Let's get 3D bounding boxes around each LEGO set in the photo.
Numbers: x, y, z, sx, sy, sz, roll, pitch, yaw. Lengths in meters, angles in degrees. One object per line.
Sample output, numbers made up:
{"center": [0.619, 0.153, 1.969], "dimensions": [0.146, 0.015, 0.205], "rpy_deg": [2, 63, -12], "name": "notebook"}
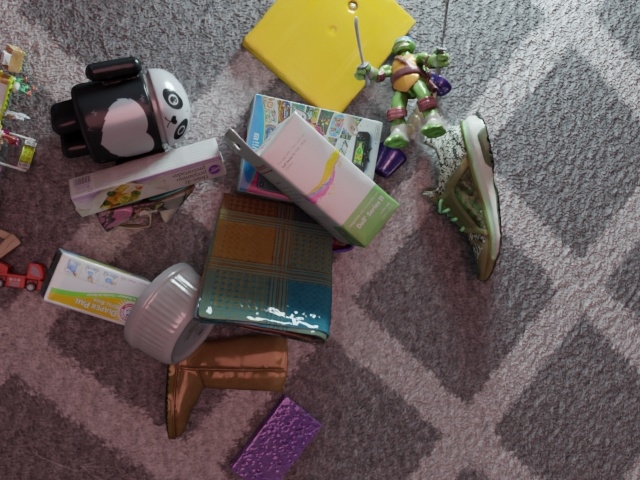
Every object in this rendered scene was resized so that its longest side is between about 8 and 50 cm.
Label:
{"center": [-0.635, -0.249, 1.329], "dimensions": [0.107, 0.132, 0.287], "rpy_deg": [17, 77, -24], "name": "LEGO set"}

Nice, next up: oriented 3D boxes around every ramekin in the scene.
{"center": [-0.299, 0.160, 1.342], "dimensions": [0.109, 0.207, 0.207], "rpy_deg": [32, 83, 13], "name": "ramekin"}

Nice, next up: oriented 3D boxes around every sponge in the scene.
{"center": [-0.104, 0.482, 1.510], "dimensions": [0.117, 0.031, 0.210], "rpy_deg": [40, 82, -11], "name": "sponge"}

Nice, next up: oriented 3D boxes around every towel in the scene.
{"center": [-0.106, 0.049, 1.367], "dimensions": [0.271, 0.370, 0.040], "rpy_deg": [11, 133, -8], "name": "towel"}

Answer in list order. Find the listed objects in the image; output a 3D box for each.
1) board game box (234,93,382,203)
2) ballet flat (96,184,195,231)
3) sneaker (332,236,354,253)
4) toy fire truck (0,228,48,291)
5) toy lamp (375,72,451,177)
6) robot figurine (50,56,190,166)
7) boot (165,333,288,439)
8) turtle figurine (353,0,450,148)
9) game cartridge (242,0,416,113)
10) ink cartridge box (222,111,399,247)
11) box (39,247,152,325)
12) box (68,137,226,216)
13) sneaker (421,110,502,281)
{"center": [-0.028, -0.189, 1.482], "dimensions": [0.303, 0.097, 0.224], "rpy_deg": [10, 89, -12], "name": "board game box"}
{"center": [-0.379, -0.070, 1.419], "dimensions": [0.221, 0.077, 0.079], "rpy_deg": [-17, 113, -8], "name": "ballet flat"}
{"center": [0.000, 0.000, 1.504], "dimensions": [0.170, 0.071, 0.068], "rpy_deg": [-1, 91, -13], "name": "sneaker"}
{"center": [-0.674, 0.032, 1.357], "dimensions": [0.192, 0.047, 0.135], "rpy_deg": [9, 88, -14], "name": "toy fire truck"}
{"center": [0.214, -0.274, 1.548], "dimensions": [0.080, 0.080, 0.274], "rpy_deg": [35, 81, -12], "name": "toy lamp"}
{"center": [-0.413, -0.260, 1.347], "dimensions": [0.278, 0.209, 0.173], "rpy_deg": [-16, 82, -12], "name": "robot figurine"}
{"center": [-0.211, 0.329, 1.452], "dimensions": [0.269, 0.089, 0.236], "rpy_deg": [3, 88, -14], "name": "boot"}
{"center": [0.179, -0.359, 1.413], "dimensions": [0.198, 0.274, 0.266], "rpy_deg": [-6, 77, -6], "name": "turtle figurine"}
{"center": [0.023, -0.490, 1.515], "dimensions": [0.285, 0.053, 0.323], "rpy_deg": [40, 85, -11], "name": "game cartridge"}
{"center": [-0.028, -0.144, 1.327], "dimensions": [0.353, 0.207, 0.119], "rpy_deg": [40, 84, -12], "name": "ink cartridge box"}
{"center": [-0.468, 0.102, 1.354], "dimensions": [0.203, 0.114, 0.103], "rpy_deg": [23, 85, -27], "name": "box"}
{"center": [-0.368, -0.136, 1.373], "dimensions": [0.324, 0.063, 0.067], "rpy_deg": [-18, 52, -8], "name": "box"}
{"center": [0.345, -0.099, 1.577], "dimensions": [0.182, 0.158, 0.410], "rpy_deg": [-7, 95, 18], "name": "sneaker"}
